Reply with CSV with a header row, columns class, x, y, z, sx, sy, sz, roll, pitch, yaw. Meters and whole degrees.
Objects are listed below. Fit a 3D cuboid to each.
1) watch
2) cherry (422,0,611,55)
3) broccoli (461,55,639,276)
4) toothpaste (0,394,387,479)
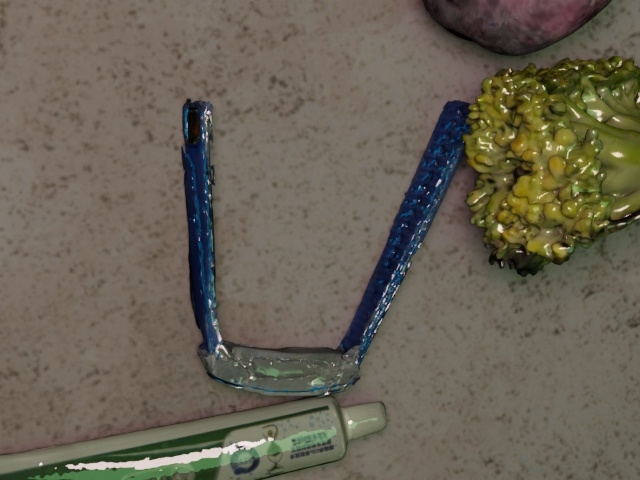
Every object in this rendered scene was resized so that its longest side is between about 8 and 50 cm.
class,x,y,z,sx,sy,sz,roll,pitch,yaw
watch,0.011,0.006,1.026,0.276,0.068,0.274,-2,93,-14
cherry,0.176,-0.257,0.975,0.195,0.195,0.195,-2,97,-15
broccoli,0.238,-0.097,0.978,0.242,0.273,0.180,-31,87,-38
toothpaste,-0.125,0.205,1.013,0.392,0.061,0.098,-11,100,-10
